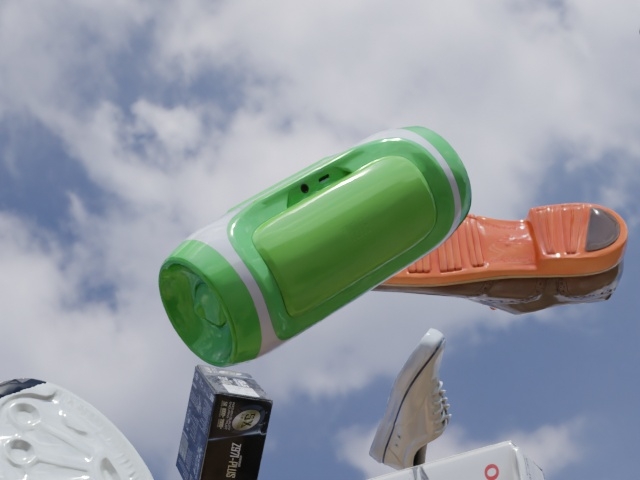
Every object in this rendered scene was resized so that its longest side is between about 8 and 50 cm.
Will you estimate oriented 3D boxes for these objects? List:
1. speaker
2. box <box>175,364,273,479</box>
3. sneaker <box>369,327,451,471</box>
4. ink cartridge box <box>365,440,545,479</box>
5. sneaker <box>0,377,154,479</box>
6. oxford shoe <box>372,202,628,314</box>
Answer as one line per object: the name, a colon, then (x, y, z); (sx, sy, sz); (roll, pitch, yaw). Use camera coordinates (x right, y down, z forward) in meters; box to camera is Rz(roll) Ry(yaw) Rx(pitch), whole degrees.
speaker: (0.000, 0.000, 1.264); (0.296, 0.131, 0.131); (-30, -41, -33)
box: (-0.128, 0.255, 1.811); (0.077, 0.180, 0.147); (11, -87, -14)
sneaker: (0.150, 0.237, 2.008); (0.094, 0.091, 0.258); (-47, -21, -48)
ink cartridge box: (0.121, 0.367, 1.537); (0.283, 0.207, 0.117); (-19, -33, 20)
sneaker: (-0.173, 0.282, 0.944); (0.130, 0.323, 0.236); (-17, -29, -43)
oxford shoe: (0.194, 0.043, 1.715); (0.364, 0.130, 0.132); (-1, -45, 8)
